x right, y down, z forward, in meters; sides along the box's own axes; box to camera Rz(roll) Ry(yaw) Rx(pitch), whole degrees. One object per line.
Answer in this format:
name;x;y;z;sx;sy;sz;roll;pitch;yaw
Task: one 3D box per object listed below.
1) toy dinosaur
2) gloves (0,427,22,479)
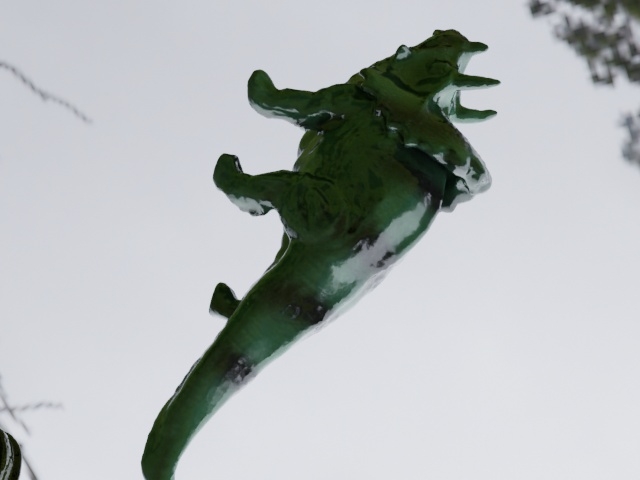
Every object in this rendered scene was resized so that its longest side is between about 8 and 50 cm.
toy dinosaur;-0.013;-0.010;0.767;0.120;0.079;0.292;38;-113;23
gloves;-0.288;0.114;1.044;0.107;0.268;0.135;2;-118;14
